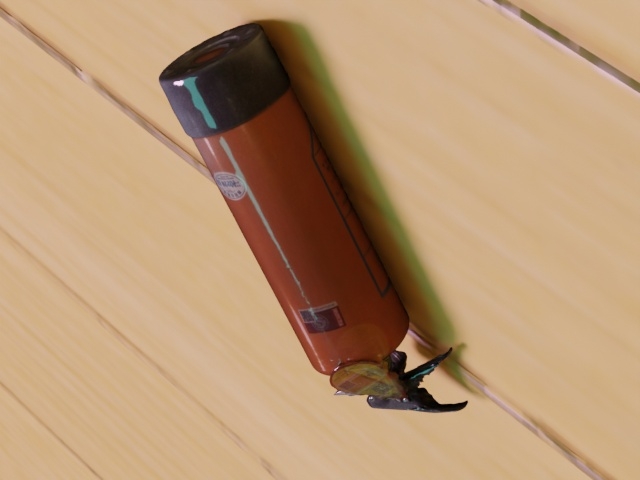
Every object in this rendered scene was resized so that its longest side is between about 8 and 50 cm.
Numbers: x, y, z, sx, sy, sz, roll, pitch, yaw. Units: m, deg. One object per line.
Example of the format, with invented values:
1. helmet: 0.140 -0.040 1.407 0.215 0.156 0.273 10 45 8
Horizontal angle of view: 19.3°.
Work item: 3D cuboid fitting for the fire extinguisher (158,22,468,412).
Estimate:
1. fire extinguisher: 0.000 0.000 0.352 0.028 0.022 0.083 -16 111 31
